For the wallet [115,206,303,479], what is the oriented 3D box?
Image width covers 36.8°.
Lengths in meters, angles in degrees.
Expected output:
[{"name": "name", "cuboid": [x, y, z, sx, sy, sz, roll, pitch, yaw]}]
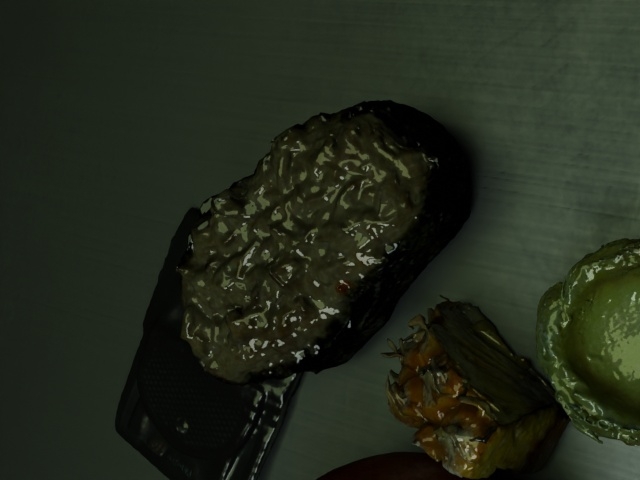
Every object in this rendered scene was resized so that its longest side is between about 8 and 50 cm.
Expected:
[{"name": "wallet", "cuboid": [-0.136, 0.152, 1.192, 0.247, 0.041, 0.322, 28, 100, 29]}]

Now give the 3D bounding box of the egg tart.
[{"name": "egg tart", "cuboid": [0.299, 0.091, 0.878, 0.197, 0.078, 0.197, 1, 91, 31]}]

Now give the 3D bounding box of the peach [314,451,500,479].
[{"name": "peach", "cuboid": [0.073, 0.356, 0.915, 0.332, 0.308, 0.307, -6, 86, 53]}]

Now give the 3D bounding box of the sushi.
[{"name": "sushi", "cuboid": [0.000, 0.000, 1.011, 0.350, 0.171, 0.211, -42, 68, 22]}]

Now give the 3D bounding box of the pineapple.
[{"name": "pineapple", "cuboid": [0.151, 0.157, 0.937, 0.186, 0.236, 0.114, 22, 111, -14]}]
